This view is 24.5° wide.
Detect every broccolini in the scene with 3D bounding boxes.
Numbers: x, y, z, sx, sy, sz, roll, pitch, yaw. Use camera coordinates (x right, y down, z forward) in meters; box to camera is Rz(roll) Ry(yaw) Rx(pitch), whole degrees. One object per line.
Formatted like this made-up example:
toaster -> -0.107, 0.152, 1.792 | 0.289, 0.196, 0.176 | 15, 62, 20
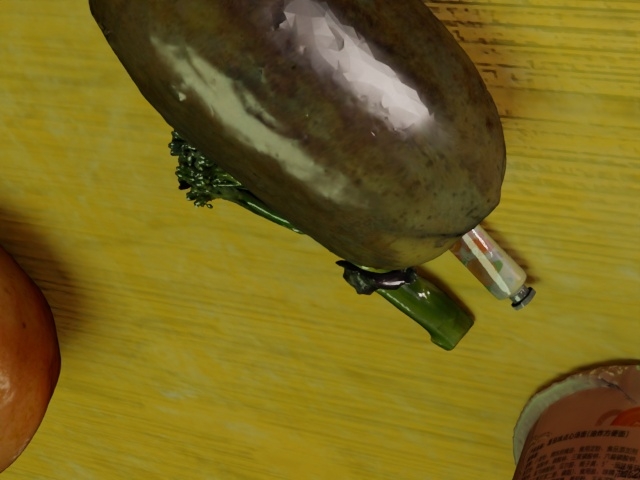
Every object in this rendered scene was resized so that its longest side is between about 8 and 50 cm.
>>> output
broccolini -> 0.001, 0.000, 0.857 | 0.216, 0.058, 0.067 | 44, 139, -15

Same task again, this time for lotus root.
lotus root -> -0.010, -0.083, 0.715 | 0.241, 0.124, 0.123 | 41, 158, -14

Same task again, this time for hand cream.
hand cream -> 0.081, -0.001, 0.828 | 0.102, 0.022, 0.035 | 45, 147, -8

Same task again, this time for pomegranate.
pomegranate -> -0.285, 0.086, 1.055 | 0.209, 0.209, 0.209 | 20, 141, 17

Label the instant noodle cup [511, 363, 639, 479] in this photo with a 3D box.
instant noodle cup -> 0.186, 0.232, 0.839 | 0.243, 0.231, 0.243 | 19, 140, 17
